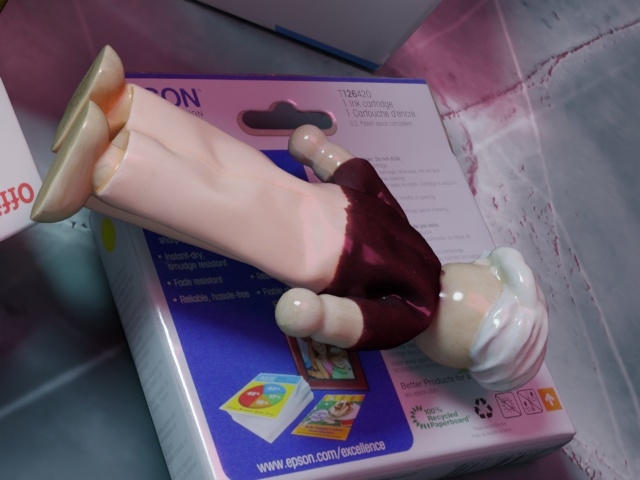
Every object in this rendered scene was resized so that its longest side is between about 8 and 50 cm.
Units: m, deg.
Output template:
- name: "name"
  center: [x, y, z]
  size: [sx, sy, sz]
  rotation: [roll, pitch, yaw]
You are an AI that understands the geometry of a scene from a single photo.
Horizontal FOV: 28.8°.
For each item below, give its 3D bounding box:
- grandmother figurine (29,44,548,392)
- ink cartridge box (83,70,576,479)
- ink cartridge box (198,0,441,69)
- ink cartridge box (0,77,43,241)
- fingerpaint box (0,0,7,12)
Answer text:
- name: "grandmother figurine"
  center: [0.000, 0.000, 0.779]
  size: [0.342, 0.104, 0.208]
  rotation: [27, 43, -19]
- name: "ink cartridge box"
  center: [0.001, 0.026, 0.871]
  size: [0.303, 0.072, 0.307]
  rotation: [-3, 60, -35]
- name: "ink cartridge box"
  center: [0.012, -0.327, 1.035]
  size: [0.198, 0.197, 0.270]
  rotation: [18, 51, -23]
- name: "ink cartridge box"
  center: [-0.251, -0.075, 0.680]
  size: [0.148, 0.086, 0.203]
  rotation: [-37, 108, -59]
- name: "fingerpaint box"
  center: [-0.276, -0.348, 0.674]
  size: [0.371, 0.445, 0.163]
  rotation: [30, 50, -15]
